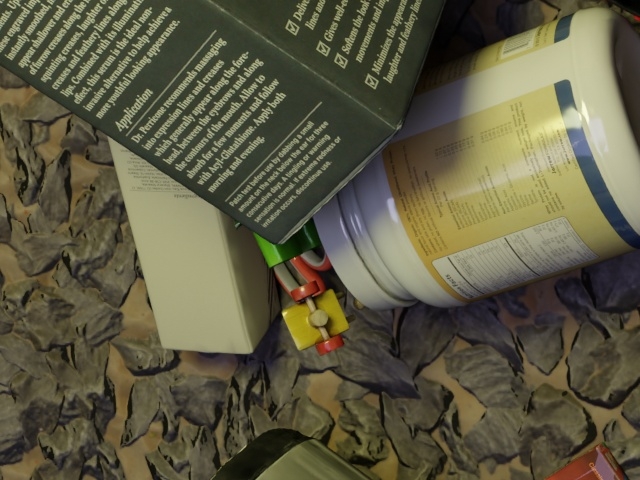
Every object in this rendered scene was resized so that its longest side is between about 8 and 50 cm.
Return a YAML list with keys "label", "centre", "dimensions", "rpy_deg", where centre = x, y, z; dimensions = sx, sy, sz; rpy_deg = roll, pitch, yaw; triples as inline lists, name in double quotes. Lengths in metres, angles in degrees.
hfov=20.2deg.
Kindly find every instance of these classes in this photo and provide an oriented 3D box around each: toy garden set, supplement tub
- label: "toy garden set"
  centre: [0.000, 0.000, 1.783]
  dimensions: [0.049, 0.244, 0.204]
  rpy_deg: [-26, 88, 30]
- label: "supplement tub"
  centre: [0.168, -0.068, 1.709]
  dimensions: [0.316, 0.228, 0.228]
  rpy_deg: [-19, 91, 25]

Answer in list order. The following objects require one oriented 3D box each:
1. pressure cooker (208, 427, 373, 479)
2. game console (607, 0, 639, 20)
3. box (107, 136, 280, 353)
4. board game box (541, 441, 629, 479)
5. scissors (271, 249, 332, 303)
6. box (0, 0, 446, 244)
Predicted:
- label: "pressure cooker"
  centre: [0.025, 0.432, 1.781]
  dimensions: [0.420, 0.375, 0.370]
  rpy_deg: [36, 149, 14]
- label: "game console"
  centre: [0.257, -0.373, 1.540]
  dimensions: [0.386, 0.060, 0.342]
  rpy_deg: [25, 130, -15]
- label: "box"
  centre: [-0.128, -0.020, 1.864]
  dimensions: [0.113, 0.094, 0.275]
  rpy_deg: [3, 123, 22]
- label: "board game box"
  centre: [0.308, 0.359, 1.829]
  dimensions: [0.145, 0.027, 0.281]
  rpy_deg: [-37, 83, 22]
- label: "scissors"
  centre: [-0.076, -0.059, 1.923]
  dimensions: [0.297, 0.021, 0.109]
  rpy_deg: [51, 141, 20]
- label: "box"
  centre: [-0.105, -0.243, 1.587]
  dimensions: [0.395, 0.293, 0.212]
  rpy_deg: [34, 136, -13]
